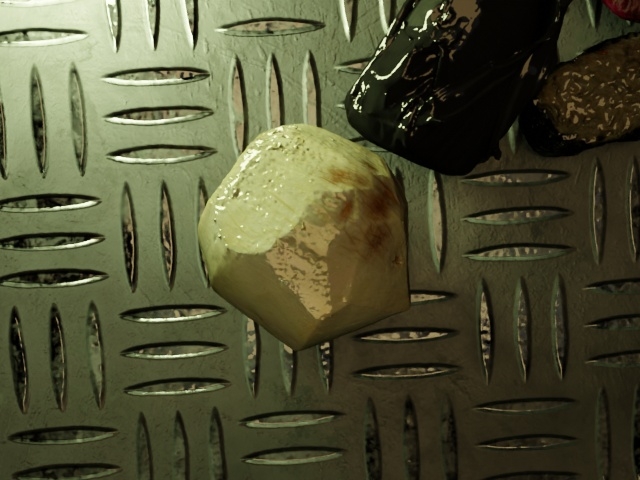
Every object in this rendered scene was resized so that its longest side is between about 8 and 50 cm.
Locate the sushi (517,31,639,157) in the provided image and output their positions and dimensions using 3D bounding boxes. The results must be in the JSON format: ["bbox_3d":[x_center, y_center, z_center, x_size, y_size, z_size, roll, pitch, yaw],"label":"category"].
[{"bbox_3d":[0.571,-0.287,1.157,0.350,0.171,0.211,-18,91,-1],"label":"sushi"}]

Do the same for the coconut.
[{"bbox_3d":[0.000,0.000,1.074,0.415,0.344,0.416,0,90,1],"label":"coconut"}]

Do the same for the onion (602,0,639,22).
[{"bbox_3d":[0.661,-0.532,1.137,0.246,0.190,0.246,-5,66,12],"label":"onion"}]

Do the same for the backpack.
[{"bbox_3d":[0.271,-0.332,1.040,0.255,0.363,0.446,41,111,33],"label":"backpack"}]
